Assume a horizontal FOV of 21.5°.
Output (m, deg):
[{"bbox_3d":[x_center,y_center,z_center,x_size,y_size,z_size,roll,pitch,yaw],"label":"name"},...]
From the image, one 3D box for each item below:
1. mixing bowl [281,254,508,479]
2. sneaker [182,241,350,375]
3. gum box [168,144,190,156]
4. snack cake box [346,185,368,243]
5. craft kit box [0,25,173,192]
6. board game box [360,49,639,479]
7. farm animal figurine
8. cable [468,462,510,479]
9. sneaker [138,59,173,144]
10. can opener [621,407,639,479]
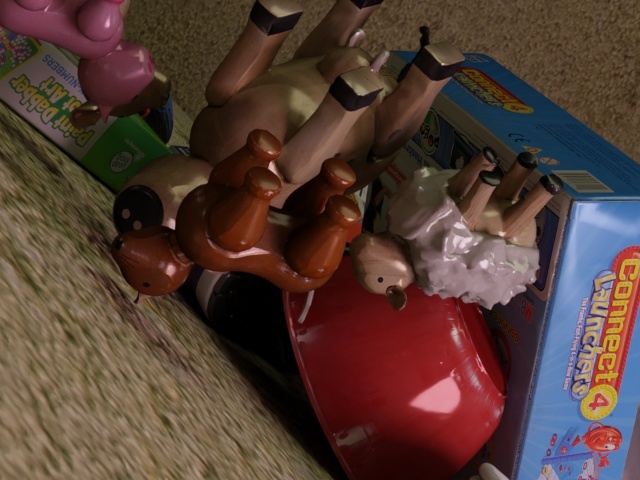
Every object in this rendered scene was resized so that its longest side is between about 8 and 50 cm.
[{"bbox_3d":[0.059,0.079,1.080,0.181,0.098,0.181,-22,90,-77],"label":"mixing bowl"},{"bbox_3d":[-0.045,0.007,1.209,0.124,0.107,0.283,41,-1,23],"label":"sneaker"},{"bbox_3d":[-0.057,-0.023,1.624,0.157,0.041,0.184,48,22,21],"label":"gum box"},{"bbox_3d":[-0.033,-0.038,1.483,0.152,0.089,0.264,46,18,-10],"label":"snack cake box"},{"bbox_3d":[-0.239,-0.165,1.202,0.246,0.061,0.250,51,4,32],"label":"craft kit box"},{"bbox_3d":[0.121,0.051,1.222,0.086,0.302,0.308,-1,24,-21],"label":"board game box"},{"bbox_3d":[-0.063,-0.072,1.002,0.327,0.172,0.330,-3,50,-43],"label":"farm animal figurine"},{"bbox_3d":[0.157,0.242,0.942,0.257,0.089,0.257,45,2,-35],"label":"cable"},{"bbox_3d":[-0.191,-0.132,1.440,0.221,0.083,0.087,48,22,-53],"label":"sneaker"},{"bbox_3d":[0.208,0.194,1.254,0.074,0.093,0.280,-156,-128,-64],"label":"can opener"}]
